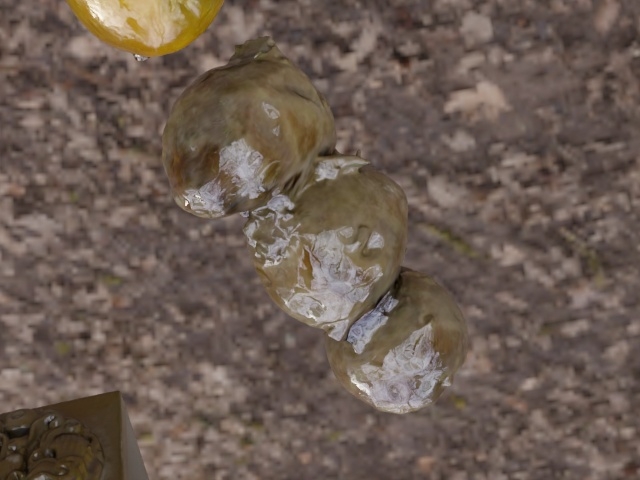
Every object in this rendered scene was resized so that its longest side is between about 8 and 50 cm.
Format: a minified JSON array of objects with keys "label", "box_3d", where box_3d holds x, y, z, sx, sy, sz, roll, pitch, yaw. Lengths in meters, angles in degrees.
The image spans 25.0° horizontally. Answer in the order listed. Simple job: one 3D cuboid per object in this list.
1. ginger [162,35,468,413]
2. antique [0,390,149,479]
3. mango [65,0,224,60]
[{"label":"ginger","box_3d":[0.000,0.000,0.724,0.080,0.104,0.204,-20,116,45]},{"label":"antique","box_3d":[-0.172,0.186,0.858,0.147,0.152,0.148,-12,122,-2]},{"label":"mango","box_3d":[-0.084,-0.167,0.610,0.098,0.075,0.190,1,117,10]}]
